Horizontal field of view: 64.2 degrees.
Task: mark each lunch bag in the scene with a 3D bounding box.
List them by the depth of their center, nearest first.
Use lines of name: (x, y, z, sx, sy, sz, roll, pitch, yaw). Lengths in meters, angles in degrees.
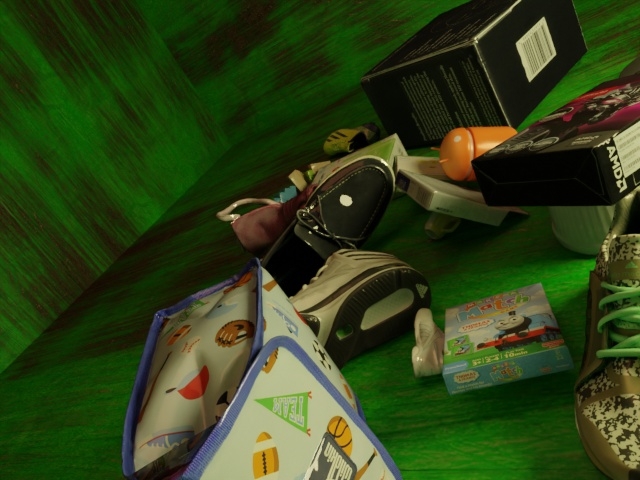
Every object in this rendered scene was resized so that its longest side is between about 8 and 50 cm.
lunch bag: (-0.064, 0.251, 0.650, 0.239, 0.327, 0.385, -32, 21, 6)

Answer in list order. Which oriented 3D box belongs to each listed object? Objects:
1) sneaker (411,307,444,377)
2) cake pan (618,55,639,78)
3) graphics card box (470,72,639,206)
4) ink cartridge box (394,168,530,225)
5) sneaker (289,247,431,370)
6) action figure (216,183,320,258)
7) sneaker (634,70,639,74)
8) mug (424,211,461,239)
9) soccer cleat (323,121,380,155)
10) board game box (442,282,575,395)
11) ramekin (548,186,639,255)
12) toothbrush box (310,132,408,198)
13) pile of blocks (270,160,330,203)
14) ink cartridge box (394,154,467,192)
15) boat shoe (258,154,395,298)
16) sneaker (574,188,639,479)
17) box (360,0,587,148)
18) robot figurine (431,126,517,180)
sneaker: (0.186, 0.170, 0.852, 0.061, 0.053, 0.152, -6, 31, 15)
cake pan: (0.820, -0.392, 1.150, 0.293, 0.054, 0.293, -28, 23, 13)
graphics card box: (0.453, -0.172, 0.806, 0.371, 0.094, 0.233, -31, 17, -20)
ink cartridge box: (0.298, -0.091, 1.112, 0.223, 0.224, 0.045, -115, 38, -69)
sneaker: (-0.014, 0.157, 1.036, 0.448, 0.169, 0.257, -24, 14, 0)
action figure: (-0.059, -0.085, 1.424, 0.370, 0.275, 0.248, -32, 12, 40)
sneaker: (0.625, -0.263, 1.030, 0.147, 0.104, 0.295, -41, 7, 46)
mug: (0.268, -0.039, 1.140, 0.064, 0.062, 0.078, -49, -4, -17)
soccer cleat: (0.107, -0.387, 2.022, 0.289, 0.093, 0.121, -10, 39, 44)
board game box: (0.263, 0.137, 0.748, 0.160, 0.039, 0.211, -20, 10, 19)
ramekin: (0.492, -0.080, 0.872, 0.207, 0.109, 0.207, -28, 23, 13)
toothbrush box: (0.120, -0.185, 1.556, 0.283, 0.122, 0.206, -21, 25, 29)
pile of blocks: (-0.095, -0.135, 1.698, 0.362, 0.149, 0.113, -45, 15, -31)
ink cartridge box: (0.281, -0.193, 1.336, 0.171, 0.056, 0.235, 4, 35, 5)
boat shoe: (0.000, 0.000, 1.210, 0.500, 0.187, 0.156, -45, 10, -3)
sneaker: (0.367, 0.085, 0.603, 0.158, 0.182, 0.410, -14, 29, 38)
box: (0.474, -0.554, 1.613, 0.480, 0.297, 0.472, -44, 26, -24)
robot figurine: (0.375, -0.200, 1.187, 0.220, 0.158, 0.128, -1, -14, -2)
